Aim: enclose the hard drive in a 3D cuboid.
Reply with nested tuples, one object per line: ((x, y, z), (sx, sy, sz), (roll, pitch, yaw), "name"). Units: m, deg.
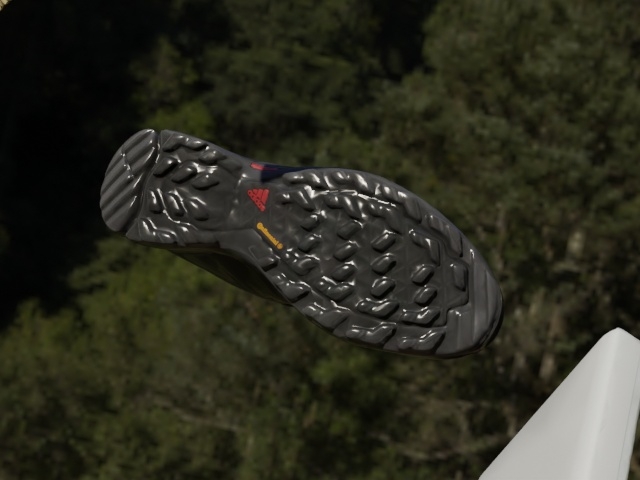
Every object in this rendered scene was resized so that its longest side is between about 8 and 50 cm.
((0.162, 0.247, 1.172), (0.047, 0.233, 0.353), (33, 34, -2), "hard drive")

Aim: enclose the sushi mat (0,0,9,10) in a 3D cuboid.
((-0.285, -0.253, 0.849), (0.151, 0.316, 0.019), (-29, 11, 45), "sushi mat")

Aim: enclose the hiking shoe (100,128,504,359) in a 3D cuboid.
((0.000, 0.000, 0.797), (0.227, 0.086, 0.114), (23, 2, 19), "hiking shoe")
